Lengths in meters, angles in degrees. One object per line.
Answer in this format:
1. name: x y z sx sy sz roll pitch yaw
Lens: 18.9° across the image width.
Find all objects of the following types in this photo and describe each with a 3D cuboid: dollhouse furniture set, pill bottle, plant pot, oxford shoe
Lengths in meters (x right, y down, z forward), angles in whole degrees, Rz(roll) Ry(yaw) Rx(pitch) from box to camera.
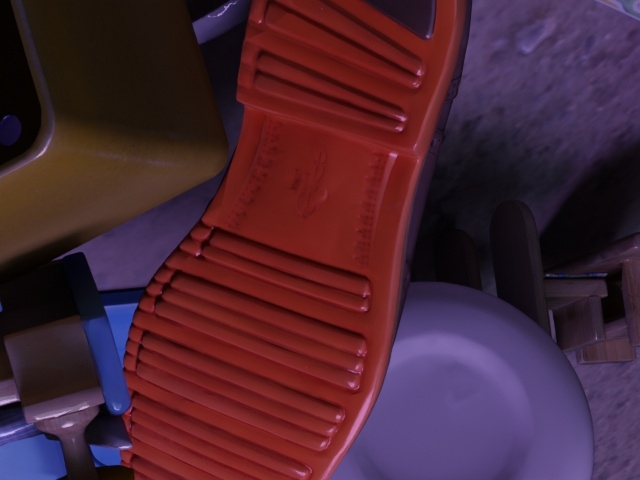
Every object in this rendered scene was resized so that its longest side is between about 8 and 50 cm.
1. dollhouse furniture set: -0.229 0.137 0.949 0.286 0.303 0.198 -16 103 -10
2. pill bottle: 0.048 0.157 1.174 0.181 0.182 0.323 -15 161 -11
3. dollhouse furniture set: 0.211 -0.018 1.189 0.212 0.161 0.242 -1 167 -26
4. plant pot: -0.161 -0.079 0.842 0.212 0.212 0.187 -26 161 26
5. oxford shoe: 0.000 0.000 0.983 0.364 0.130 0.133 -68 169 17

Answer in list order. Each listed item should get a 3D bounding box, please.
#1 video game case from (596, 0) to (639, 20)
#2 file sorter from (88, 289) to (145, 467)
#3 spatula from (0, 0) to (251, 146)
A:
1. video game case: 0.255 -0.204 1.067 0.206 0.026 0.227 16 127 -39
2. file sorter: -0.107 0.124 1.201 0.118 0.104 0.170 -5 138 -23
3. spatula: -0.052 -0.120 1.003 0.296 0.030 0.084 -35 142 13
